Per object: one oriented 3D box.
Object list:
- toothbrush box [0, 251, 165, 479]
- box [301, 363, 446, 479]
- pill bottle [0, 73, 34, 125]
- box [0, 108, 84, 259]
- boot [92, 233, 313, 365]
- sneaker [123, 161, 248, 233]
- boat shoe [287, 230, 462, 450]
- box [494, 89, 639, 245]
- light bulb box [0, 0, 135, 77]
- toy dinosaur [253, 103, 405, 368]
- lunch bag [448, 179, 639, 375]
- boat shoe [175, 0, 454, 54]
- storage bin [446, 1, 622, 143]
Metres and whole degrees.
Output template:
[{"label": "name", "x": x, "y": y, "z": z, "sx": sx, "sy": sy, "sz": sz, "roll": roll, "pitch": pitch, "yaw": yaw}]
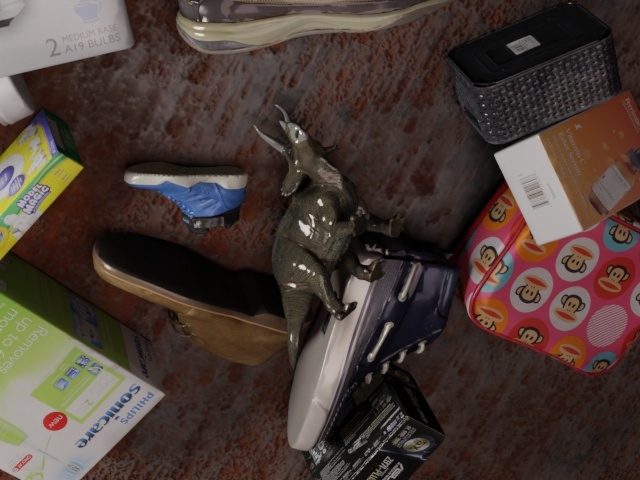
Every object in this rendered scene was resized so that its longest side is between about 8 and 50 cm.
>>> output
[{"label": "toothbrush box", "x": -0.368, "y": 0.159, "z": 1.521, "sx": 0.206, "sy": 0.122, "sz": 0.283, "roll": -44, "pitch": 124, "yaw": 11}, {"label": "box", "x": 0.068, "y": 0.277, "z": 1.715, "sx": 0.078, "sy": 0.147, "sz": 0.180, "roll": 31, "pitch": 106, "yaw": -31}, {"label": "pill bottle", "x": -0.438, "y": -0.130, "z": 1.314, "sx": 0.246, "sy": 0.136, "sz": 0.136, "roll": -25, "pitch": 124, "yaw": -2}, {"label": "box", "x": -0.350, "y": -0.054, "z": 1.407, "sx": 0.043, "sy": 0.105, "sz": 0.179, "roll": 33, "pitch": 106, "yaw": -37}, {"label": "boot", "x": -0.162, "y": 0.084, "z": 1.558, "sx": 0.305, "sy": 0.112, "sz": 0.115, "roll": 23, "pitch": 121, "yaw": -30}, {"label": "sneaker", "x": -0.165, "y": -0.047, "z": 1.499, "sx": 0.152, "sy": 0.058, "sz": 0.084, "roll": 0, "pitch": 111, "yaw": -25}, {"label": "boat shoe", "x": 0.071, "y": 0.143, "z": 1.646, "sx": 0.158, "sy": 0.127, "sz": 0.340, "roll": 12, "pitch": 115, "yaw": -16}, {"label": "box", "x": 0.324, "y": -0.091, "z": 1.528, "sx": 0.170, "sy": 0.091, "sz": 0.130, "roll": -28, "pitch": 92, "yaw": -30}, {"label": "light bulb box", "x": -0.391, "y": -0.343, "z": 1.149, "sx": 0.358, "sy": 0.225, "sz": 0.361, "roll": -15, "pitch": 124, "yaw": -8}, {"label": "toy dinosaur", "x": 0.000, "y": 0.000, "z": 1.522, "sx": 0.121, "sy": 0.160, "sz": 0.313, "roll": -17, "pitch": 125, "yaw": -43}, {"label": "lunch bag", "x": 0.340, "y": 0.029, "z": 1.669, "sx": 0.293, "sy": 0.120, "sz": 0.258, "roll": 26, "pitch": 105, "yaw": -28}, {"label": "boat shoe", "x": 0.011, "y": -0.303, "z": 1.360, "sx": 0.356, "sy": 0.132, "sz": 0.130, "roll": -15, "pitch": 123, "yaw": -10}, {"label": "storage bin", "x": 0.259, "y": -0.205, "z": 1.503, "sx": 0.180, "sy": 0.122, "sz": 0.084, "roll": -22, "pitch": 124, "yaw": -4}]
